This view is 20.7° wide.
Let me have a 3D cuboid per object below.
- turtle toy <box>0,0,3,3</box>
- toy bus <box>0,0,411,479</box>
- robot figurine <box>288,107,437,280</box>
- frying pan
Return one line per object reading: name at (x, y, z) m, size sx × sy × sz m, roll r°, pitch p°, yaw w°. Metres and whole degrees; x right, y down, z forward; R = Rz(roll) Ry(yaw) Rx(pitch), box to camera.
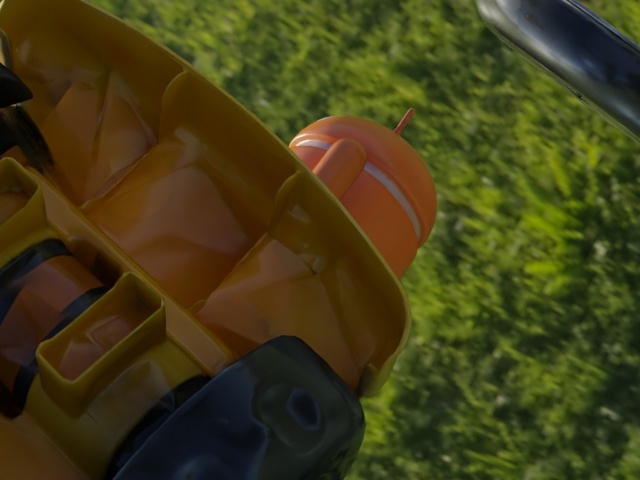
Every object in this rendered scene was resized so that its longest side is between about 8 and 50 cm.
turtle toy at (-0.184, -0.156, 0.915) m, size 0.066 × 0.130 × 0.095 m, roll 114°, pitch 159°, yaw -79°
toy bus at (-0.102, 0.077, 0.454) m, size 0.149 × 0.211 × 0.220 m, roll 42°, pitch 66°, yaw 14°
robot figurine at (-0.001, 0.001, 1.260) m, size 0.128 × 0.158 × 0.219 m, roll 11°, pitch 54°, yaw 45°
frying pan at (0.210, -0.064, 0.989) m, size 0.326 × 0.197 × 0.053 m, roll 40°, pitch 98°, yaw 18°
